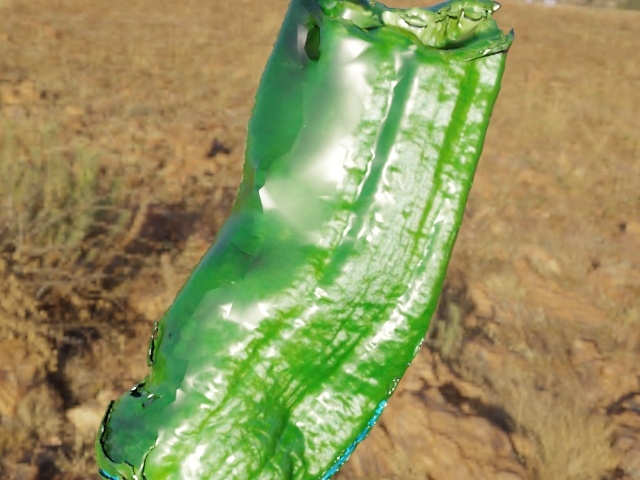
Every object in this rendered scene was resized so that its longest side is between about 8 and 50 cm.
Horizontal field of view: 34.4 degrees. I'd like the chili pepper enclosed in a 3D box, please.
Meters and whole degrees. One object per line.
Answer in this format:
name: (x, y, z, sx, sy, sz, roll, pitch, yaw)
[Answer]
chili pepper: (0.000, 0.000, 0.377, 0.098, 0.224, 0.061, 26, -10, -1)
